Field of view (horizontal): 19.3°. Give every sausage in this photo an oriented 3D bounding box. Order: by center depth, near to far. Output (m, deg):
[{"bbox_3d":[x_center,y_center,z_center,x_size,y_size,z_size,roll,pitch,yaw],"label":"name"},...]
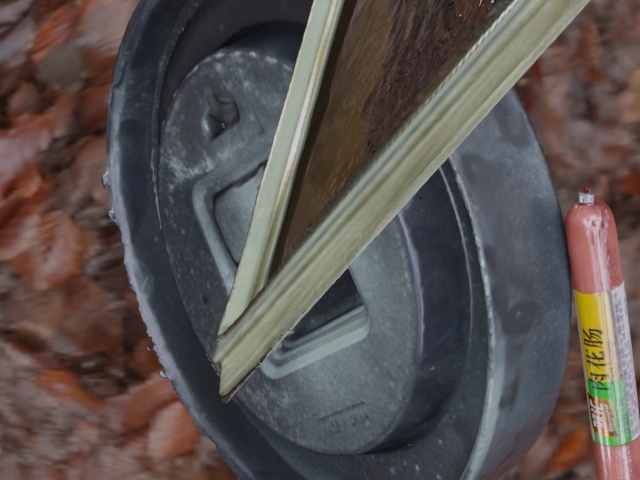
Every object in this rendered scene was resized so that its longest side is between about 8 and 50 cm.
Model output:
[{"bbox_3d":[0.165,0.071,1.080,0.029,0.029,0.223,-23,116,-25],"label":"sausage"}]

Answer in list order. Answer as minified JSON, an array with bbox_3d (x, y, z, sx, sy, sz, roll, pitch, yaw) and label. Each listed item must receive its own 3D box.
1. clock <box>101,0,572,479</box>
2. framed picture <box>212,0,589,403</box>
[{"bbox_3d":[0.000,0.000,1.177,0.076,0.386,0.386,-20,95,-36],"label":"clock"},{"bbox_3d":[0.035,-0.098,0.548,0.014,0.197,0.252,26,49,-13],"label":"framed picture"}]
